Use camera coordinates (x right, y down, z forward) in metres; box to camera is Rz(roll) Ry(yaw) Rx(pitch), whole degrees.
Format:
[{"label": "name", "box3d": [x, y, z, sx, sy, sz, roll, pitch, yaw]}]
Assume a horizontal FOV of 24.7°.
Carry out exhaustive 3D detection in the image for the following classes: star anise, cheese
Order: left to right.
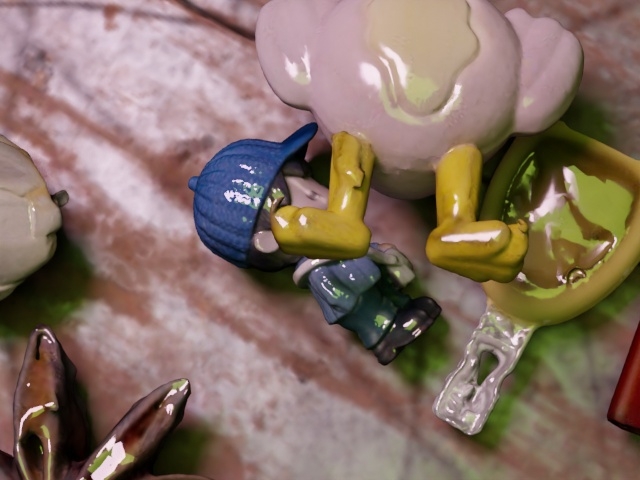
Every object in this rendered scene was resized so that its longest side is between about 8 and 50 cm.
[{"label": "star anise", "box3d": [-0.139, 0.159, 0.715, 0.231, 0.089, 0.209, -33, 67, -6]}, {"label": "cheese", "box3d": [0.105, 0.022, 0.737, 0.086, 0.036, 0.162, 29, 85, 11]}]

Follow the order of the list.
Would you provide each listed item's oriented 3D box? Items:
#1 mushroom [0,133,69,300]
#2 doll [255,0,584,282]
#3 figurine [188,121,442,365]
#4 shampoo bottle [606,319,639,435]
[{"label": "mushroom", "box3d": [-0.265, -0.011, 0.751, 0.278, 0.096, 0.099, -1, 79, 6]}, {"label": "doll", "box3d": [0.057, -0.157, 0.730, 0.160, 0.094, 0.365, 7, 74, 3]}, {"label": "figurine", "box3d": [-0.006, 0.006, 0.742, 0.079, 0.077, 0.136, -34, 92, 18]}, {"label": "shampoo bottle", "box3d": [0.231, -0.016, 0.716, 0.102, 0.064, 0.260, 20, 83, 12]}]
